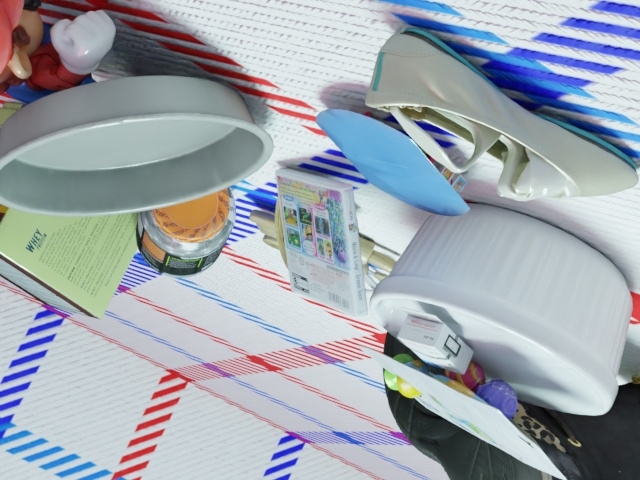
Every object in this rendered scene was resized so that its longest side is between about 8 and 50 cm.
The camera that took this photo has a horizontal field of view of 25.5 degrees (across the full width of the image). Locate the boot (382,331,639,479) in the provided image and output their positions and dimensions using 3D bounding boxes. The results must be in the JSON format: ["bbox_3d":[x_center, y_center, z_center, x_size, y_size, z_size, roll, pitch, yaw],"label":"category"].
[{"bbox_3d":[0.258,0.201,1.687,0.284,0.138,0.377,3,-158,-26],"label":"boot"}]

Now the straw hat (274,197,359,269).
[{"bbox_3d":[0.009,-0.014,1.603,0.061,0.144,0.144,-11,-176,-30],"label":"straw hat"}]

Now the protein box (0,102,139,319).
[{"bbox_3d":[-0.344,-0.039,1.818,0.136,0.199,0.201,10,158,44],"label":"protein box"}]

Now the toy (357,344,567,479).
[{"bbox_3d":[0.155,0.161,1.483,0.137,0.056,0.237,44,164,-33],"label":"toy"}]

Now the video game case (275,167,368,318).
[{"bbox_3d":[0.000,0.000,1.527,0.019,0.143,0.157,-14,-165,-25],"label":"video game case"}]

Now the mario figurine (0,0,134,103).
[{"bbox_3d":[-0.278,-0.205,1.402,0.198,0.170,0.320,-18,162,14],"label":"mario figurine"}]

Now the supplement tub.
[{"bbox_3d":[-0.167,-0.025,1.746,0.117,0.117,0.190,26,164,-4],"label":"supplement tub"}]

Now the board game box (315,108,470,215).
[{"bbox_3d":[0.074,-0.085,1.339,0.133,0.033,0.168,16,158,46],"label":"board game box"}]

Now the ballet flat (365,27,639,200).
[{"bbox_3d":[0.144,-0.079,1.150,0.248,0.086,0.086,29,164,-14],"label":"ballet flat"}]

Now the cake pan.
[{"bbox_3d":[-0.195,-0.094,1.435,0.293,0.054,0.293,-9,166,-2],"label":"cake pan"}]

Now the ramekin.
[{"bbox_3d":[0.196,0.067,1.464,0.273,0.127,0.273,23,165,7],"label":"ramekin"}]

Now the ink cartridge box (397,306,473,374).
[{"bbox_3d":[0.111,0.100,1.412,0.048,0.028,0.083,12,158,41],"label":"ink cartridge box"}]

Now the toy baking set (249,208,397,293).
[{"bbox_3d":[0.031,0.022,1.770,0.256,0.030,0.197,25,168,3],"label":"toy baking set"}]
